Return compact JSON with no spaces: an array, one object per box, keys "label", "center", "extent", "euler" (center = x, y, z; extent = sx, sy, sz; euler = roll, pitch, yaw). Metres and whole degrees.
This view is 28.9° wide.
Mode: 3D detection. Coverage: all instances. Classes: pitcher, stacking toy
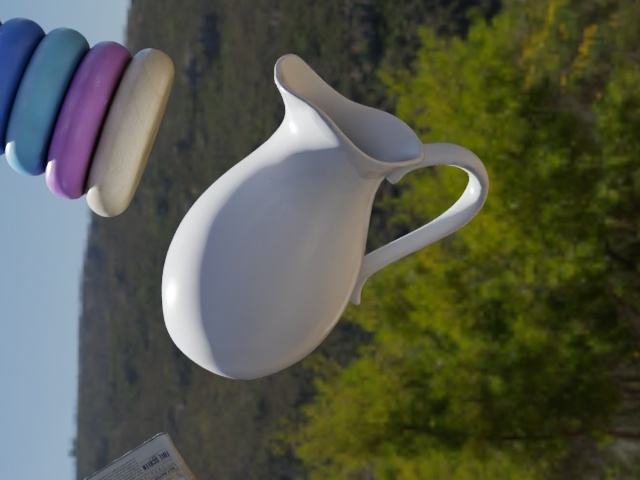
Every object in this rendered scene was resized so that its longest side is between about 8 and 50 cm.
[{"label":"pitcher","center":[0.000,0.000,0.840],"extent":[0.207,0.178,0.125],"euler":[-58,24,26]},{"label":"stacking toy","center":[-0.291,-0.134,0.983],"extent":[0.141,0.330,0.141],"euler":[-161,90,-84]}]

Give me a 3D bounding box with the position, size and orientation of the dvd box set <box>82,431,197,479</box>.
[{"label":"dvd box set","center":[-0.198,0.443,1.361],"extent":[0.420,0.308,0.062],"euler":[47,161,37]}]
